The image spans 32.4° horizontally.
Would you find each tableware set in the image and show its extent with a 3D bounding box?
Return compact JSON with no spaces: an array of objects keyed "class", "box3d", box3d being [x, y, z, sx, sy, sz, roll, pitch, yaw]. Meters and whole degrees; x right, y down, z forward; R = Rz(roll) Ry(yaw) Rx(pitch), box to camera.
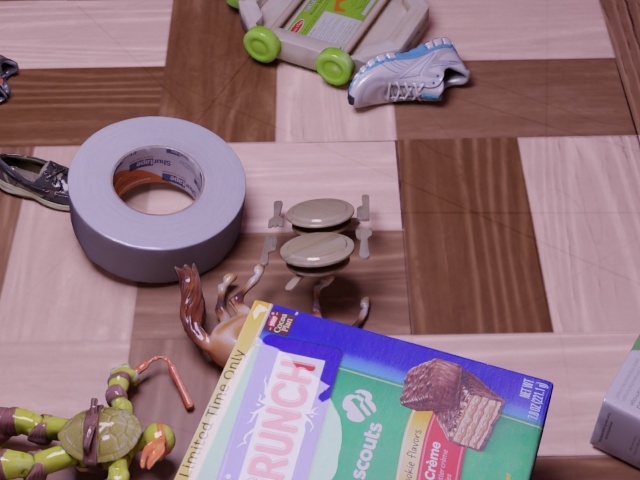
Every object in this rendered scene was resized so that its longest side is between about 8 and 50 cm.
[{"class":"tableware set","box3d":[0.000,0.000,1.337,0.128,0.039,0.194,-4,24,5]}]

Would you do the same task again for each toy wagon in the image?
[{"class":"toy wagon","box3d":[-0.014,-0.358,1.671,0.344,0.068,0.267,19,52,18]}]

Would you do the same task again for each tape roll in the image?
[{"class":"tape roll","box3d":[-0.205,-0.054,1.385,0.219,0.072,0.219,5,51,-6]}]

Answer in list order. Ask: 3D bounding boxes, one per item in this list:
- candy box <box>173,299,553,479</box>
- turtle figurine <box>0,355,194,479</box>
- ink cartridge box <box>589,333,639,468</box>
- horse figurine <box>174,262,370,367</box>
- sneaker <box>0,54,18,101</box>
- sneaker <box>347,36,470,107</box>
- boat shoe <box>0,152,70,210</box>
[{"class":"candy box","box3d":[0.038,0.227,1.069,0.317,0.122,0.268,14,58,13]},{"class":"turtle figurine","box3d":[-0.245,0.224,1.153,0.217,0.087,0.269,-4,49,-2]},{"class":"ink cartridge box","box3d":[0.424,0.188,1.169,0.219,0.092,0.160,25,54,22]},{"class":"horse figurine","box3d":[-0.051,0.105,1.268,0.263,0.066,0.174,11,46,3]},{"class":"sneaker","box3d":[-0.476,-0.215,1.562,0.065,0.061,0.158,13,51,4]},{"class":"sneaker","box3d":[0.129,-0.223,1.552,0.191,0.071,0.083,-24,59,-19]},{"class":"boat shoe","box3d":[-0.357,-0.079,1.444,0.152,0.049,0.056,10,48,9]}]
